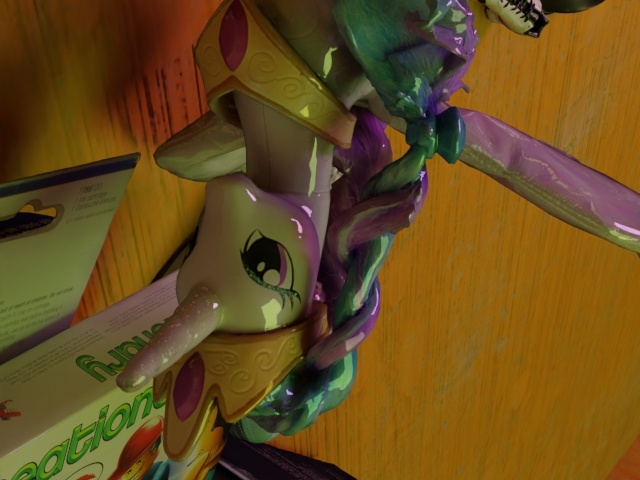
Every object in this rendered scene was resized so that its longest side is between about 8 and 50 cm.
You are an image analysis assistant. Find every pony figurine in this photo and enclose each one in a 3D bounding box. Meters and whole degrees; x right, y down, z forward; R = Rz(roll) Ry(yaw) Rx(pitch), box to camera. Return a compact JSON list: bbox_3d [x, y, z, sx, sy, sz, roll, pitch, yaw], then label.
[{"bbox_3d":[0.024,-0.093,0.832,0.351,0.303,0.363,-6,103,-60],"label":"pony figurine"}]

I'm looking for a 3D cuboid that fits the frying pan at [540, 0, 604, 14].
[{"bbox_3d":[0.230,-0.291,1.301,0.197,0.053,0.326,-48,160,-24],"label":"frying pan"}]

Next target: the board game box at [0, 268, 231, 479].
[{"bbox_3d":[-0.149,0.139,0.890,0.305,0.053,0.193,-31,147,-51],"label":"board game box"}]

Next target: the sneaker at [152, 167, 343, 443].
[{"bbox_3d":[0.000,0.000,1.095,0.283,0.122,0.110,-59,159,4],"label":"sneaker"}]

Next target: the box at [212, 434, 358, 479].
[{"bbox_3d":[-0.080,0.410,1.262,0.480,0.297,0.472,-56,161,-1],"label":"box"}]

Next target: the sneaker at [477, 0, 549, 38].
[{"bbox_3d":[0.139,-0.177,1.261,0.040,0.044,0.109,-57,158,4],"label":"sneaker"}]

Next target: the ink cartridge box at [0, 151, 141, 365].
[{"bbox_3d":[-0.210,0.094,0.852,0.165,0.065,0.332,-17,137,-60],"label":"ink cartridge box"}]
